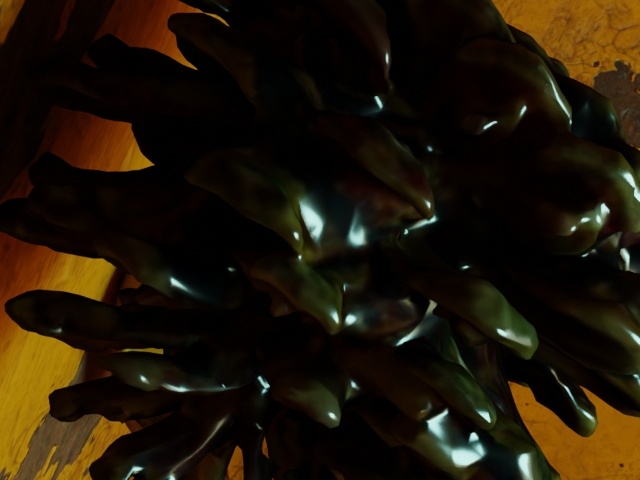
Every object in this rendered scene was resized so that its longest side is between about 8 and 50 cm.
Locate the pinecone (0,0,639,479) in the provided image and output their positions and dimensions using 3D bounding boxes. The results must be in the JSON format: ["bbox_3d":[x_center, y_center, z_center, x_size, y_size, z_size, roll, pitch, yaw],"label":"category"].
[{"bbox_3d":[0.000,0.000,0.896,0.398,0.397,0.398,-62,175,-9],"label":"pinecone"}]

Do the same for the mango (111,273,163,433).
[{"bbox_3d":[-0.100,0.067,1.394,0.191,0.159,0.290,-71,-173,-51],"label":"mango"}]
